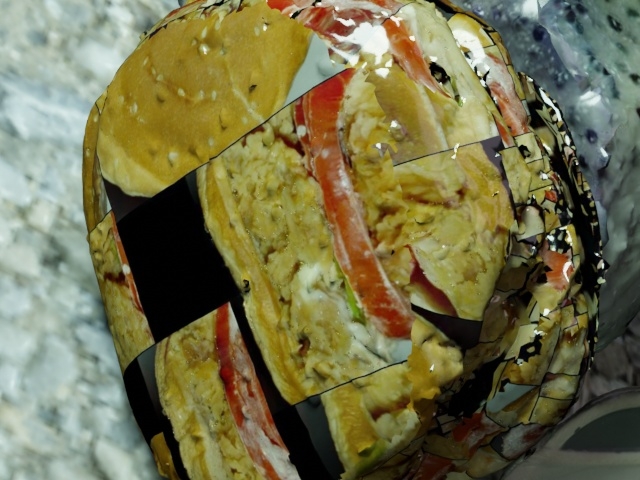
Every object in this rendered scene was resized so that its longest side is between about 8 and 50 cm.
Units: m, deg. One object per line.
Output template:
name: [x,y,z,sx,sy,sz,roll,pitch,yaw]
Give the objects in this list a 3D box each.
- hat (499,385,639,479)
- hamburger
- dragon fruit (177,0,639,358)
hat: [0.189,0.184,0.803,0.226,0.164,0.219,-9,71,-1]
hamburger: [0.000,0.000,0.634,0.107,0.231,0.231,-10,76,-45]
dragon fruit: [0.091,-0.079,0.748,0.204,0.221,0.283,-23,85,-40]
